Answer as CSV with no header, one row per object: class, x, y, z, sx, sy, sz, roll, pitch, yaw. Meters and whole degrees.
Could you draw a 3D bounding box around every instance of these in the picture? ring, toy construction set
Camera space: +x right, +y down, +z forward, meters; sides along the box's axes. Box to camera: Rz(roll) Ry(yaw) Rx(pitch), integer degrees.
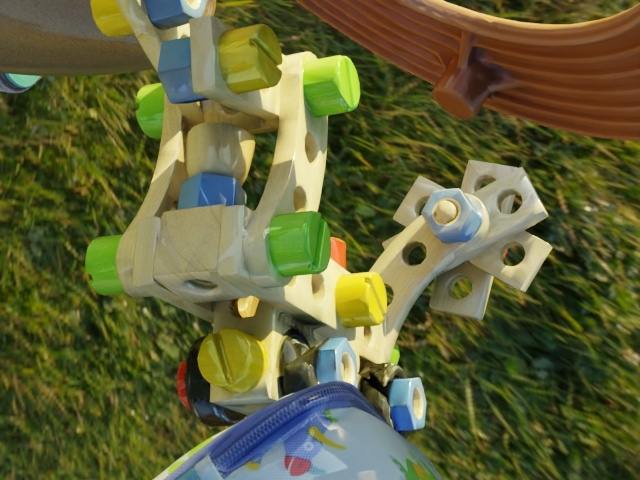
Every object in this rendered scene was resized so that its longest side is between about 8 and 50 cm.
ring,0.015,-0.136,0.372,0.336,0.336,0.032,40,75,-18
toy construction set,0.000,0.000,0.641,0.328,0.151,0.215,22,62,-48

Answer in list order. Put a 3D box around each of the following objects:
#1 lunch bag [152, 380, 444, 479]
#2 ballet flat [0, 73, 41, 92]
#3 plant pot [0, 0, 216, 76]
lunch bag,-0.043,0.151,0.404,0.219,0.176,0.090,-40,65,1
ballet flat,-0.343,-0.318,1.467,0.316,0.106,0.107,-56,135,-27
plant pot,-0.238,-0.255,1.137,0.254,0.237,0.237,20,101,26
